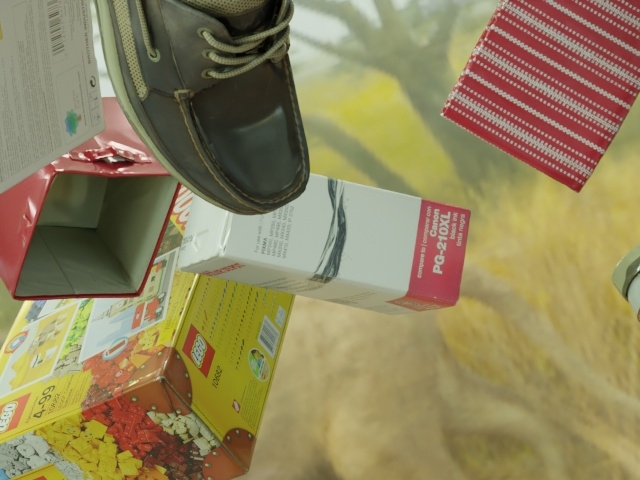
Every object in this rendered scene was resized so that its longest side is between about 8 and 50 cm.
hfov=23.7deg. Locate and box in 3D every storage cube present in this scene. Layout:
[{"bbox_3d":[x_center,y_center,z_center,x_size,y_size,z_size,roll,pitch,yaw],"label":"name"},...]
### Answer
[{"bbox_3d":[-0.314,-0.057,1.895,0.184,0.215,0.193,0,36,-37],"label":"storage cube"}]

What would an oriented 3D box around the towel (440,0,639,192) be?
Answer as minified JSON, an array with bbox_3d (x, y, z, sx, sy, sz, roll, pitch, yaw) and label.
[{"bbox_3d":[0.288,-0.220,1.791,0.275,0.199,0.031,-61,4,5],"label":"towel"}]

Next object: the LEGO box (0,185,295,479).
[{"bbox_3d":[-0.251,0.144,2.130,0.372,0.193,0.500,-24,29,26],"label":"LEGO box"}]

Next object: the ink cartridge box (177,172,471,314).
[{"bbox_3d":[0.000,0.000,1.480,0.237,0.100,0.172,12,-10,-17],"label":"ink cartridge box"}]

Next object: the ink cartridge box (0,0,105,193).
[{"bbox_3d":[-0.305,-0.151,1.452,0.065,0.185,0.311,2,21,17],"label":"ink cartridge box"}]

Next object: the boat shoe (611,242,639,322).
[{"bbox_3d":[0.436,-0.011,1.505,0.302,0.103,0.113,-43,-36,18],"label":"boat shoe"}]

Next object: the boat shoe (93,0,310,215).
[{"bbox_3d":[-0.093,-0.169,1.142,0.132,0.355,0.130,-38,26,-25],"label":"boat shoe"}]
